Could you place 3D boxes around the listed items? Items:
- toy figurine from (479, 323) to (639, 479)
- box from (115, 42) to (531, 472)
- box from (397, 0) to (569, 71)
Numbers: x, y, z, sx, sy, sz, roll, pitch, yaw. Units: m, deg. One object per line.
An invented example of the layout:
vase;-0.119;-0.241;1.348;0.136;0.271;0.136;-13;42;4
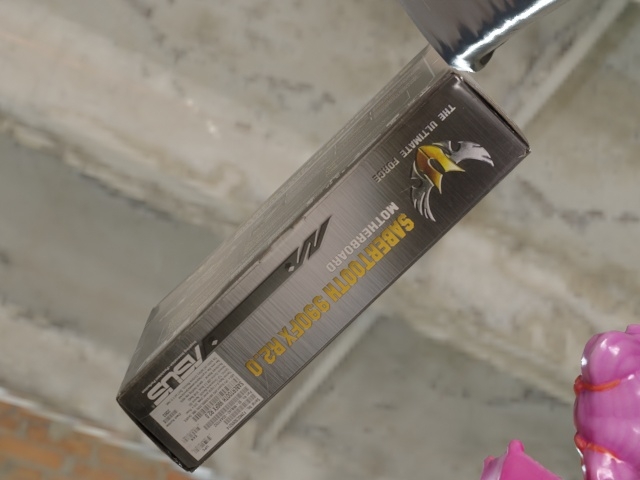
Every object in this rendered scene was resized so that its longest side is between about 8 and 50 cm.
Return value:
toy figurine;0.126;0.073;0.546;0.159;0.173;0.130;4;3;-34
box;0.000;0.000;0.874;0.231;0.183;0.056;-44;-83;8
box;0.017;-0.231;0.351;0.179;0.312;0.343;-37;-86;-1
